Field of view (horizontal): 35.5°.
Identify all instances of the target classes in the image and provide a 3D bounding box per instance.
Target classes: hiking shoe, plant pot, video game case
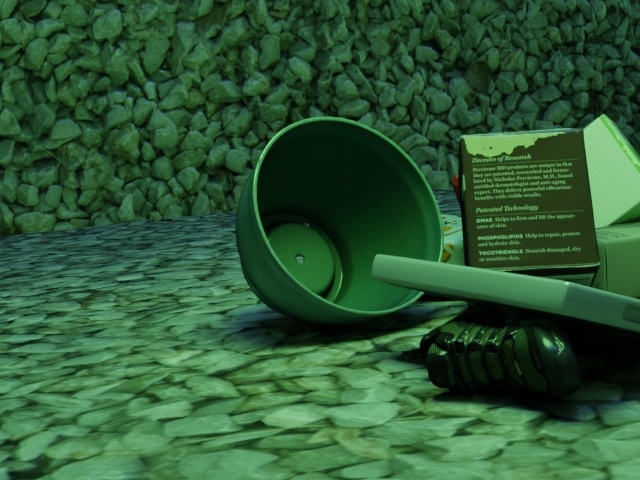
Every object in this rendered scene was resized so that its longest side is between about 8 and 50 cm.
[{"bbox_3d":[0.170,0.126,1.007,0.114,0.086,0.227,-23,8,-17],"label":"hiking shoe"},{"bbox_3d":[0.000,0.000,1.424,0.293,0.293,0.196,-9,-19,-33],"label":"plant pot"},{"bbox_3d":[0.267,0.072,1.128,0.300,0.036,0.329,14,-3,-30],"label":"video game case"}]

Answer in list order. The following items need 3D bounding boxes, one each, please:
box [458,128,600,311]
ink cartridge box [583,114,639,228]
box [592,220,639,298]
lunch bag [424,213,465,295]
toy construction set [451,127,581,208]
[{"bbox_3d":[0.279,-0.023,1.370,0.167,0.203,0.168,-4,-24,6],"label":"box"},{"bbox_3d":[0.410,-0.066,1.605,0.235,0.171,0.056,-40,-38,22],"label":"ink cartridge box"},{"bbox_3d":[0.495,0.023,1.500,0.275,0.094,0.113,-8,10,-27],"label":"box"},{"bbox_3d":[0.135,0.027,1.646,0.304,0.114,0.243,-1,12,28],"label":"lunch bag"},{"bbox_3d":[0.403,-0.043,1.768,0.309,0.257,0.237,9,-26,23],"label":"toy construction set"}]
